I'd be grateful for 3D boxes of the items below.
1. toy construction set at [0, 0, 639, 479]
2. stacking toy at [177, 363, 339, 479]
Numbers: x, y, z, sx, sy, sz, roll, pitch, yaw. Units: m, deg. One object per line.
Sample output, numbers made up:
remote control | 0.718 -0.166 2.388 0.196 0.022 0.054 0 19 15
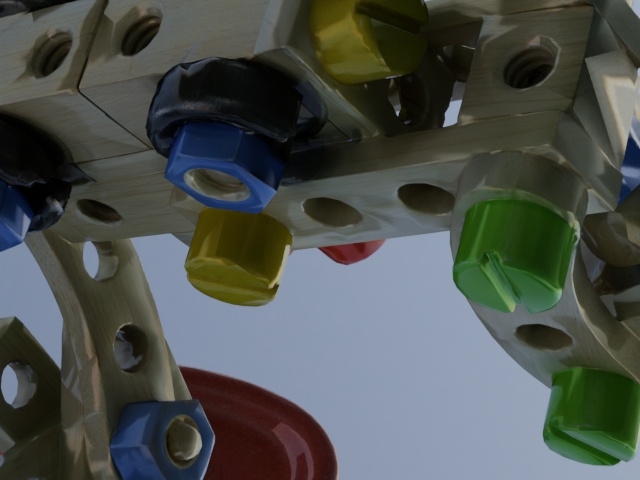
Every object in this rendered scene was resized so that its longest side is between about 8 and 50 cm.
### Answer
toy construction set | 0.000 0.000 0.615 0.215 0.327 0.151 38 -138 -40
stacking toy | -0.133 0.190 0.872 0.279 0.130 0.309 7 -147 8
